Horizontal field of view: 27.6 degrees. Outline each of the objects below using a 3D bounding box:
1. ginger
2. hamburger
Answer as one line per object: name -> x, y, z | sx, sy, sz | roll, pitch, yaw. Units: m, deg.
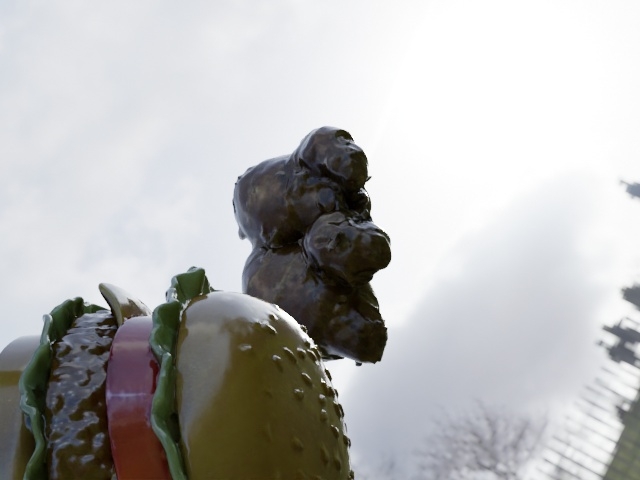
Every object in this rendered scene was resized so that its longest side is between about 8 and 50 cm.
ginger -> 0.001, 0.011, 1.763 | 0.152, 0.357, 0.274 | 11, -31, -40
hamburger -> -0.085, 0.154, 0.887 | 0.274, 0.212, 0.274 | -13, -90, -80
